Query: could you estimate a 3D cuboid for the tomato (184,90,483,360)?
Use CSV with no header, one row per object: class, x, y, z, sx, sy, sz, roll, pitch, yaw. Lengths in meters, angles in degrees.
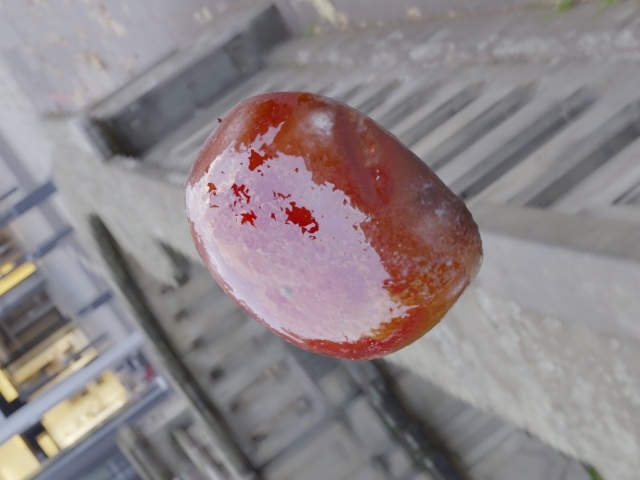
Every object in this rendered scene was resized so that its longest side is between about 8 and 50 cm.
tomato,-0.007,0.010,1.511,0.338,0.144,0.338,21,144,16
